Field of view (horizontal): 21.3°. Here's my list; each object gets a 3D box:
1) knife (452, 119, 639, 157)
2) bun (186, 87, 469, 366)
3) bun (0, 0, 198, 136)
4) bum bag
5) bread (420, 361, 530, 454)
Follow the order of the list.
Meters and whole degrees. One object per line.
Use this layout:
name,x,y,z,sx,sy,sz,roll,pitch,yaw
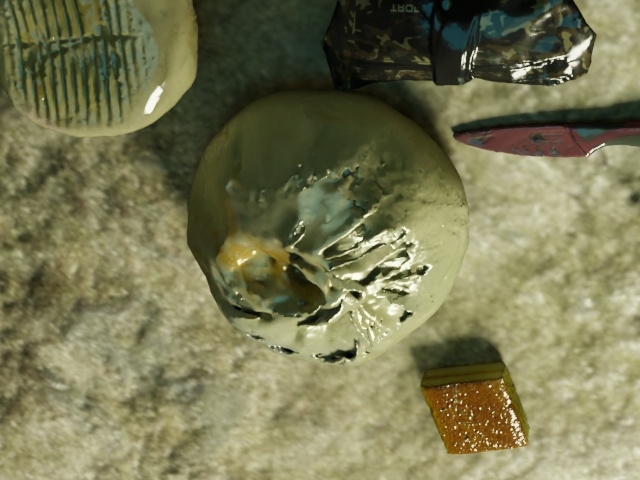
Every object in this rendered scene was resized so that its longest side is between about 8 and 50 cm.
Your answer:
knife,0.241,-0.092,1.533,0.247,0.018,0.035,0,127,18
bun,0.000,0.000,1.580,0.287,0.146,0.287,6,123,10
bun,-0.196,-0.194,1.512,0.178,0.128,0.193,-1,113,15
bum bag,0.115,-0.181,1.470,0.248,0.069,0.102,-2,139,18
bread,0.157,0.170,1.725,0.090,0.035,0.094,-11,121,22
